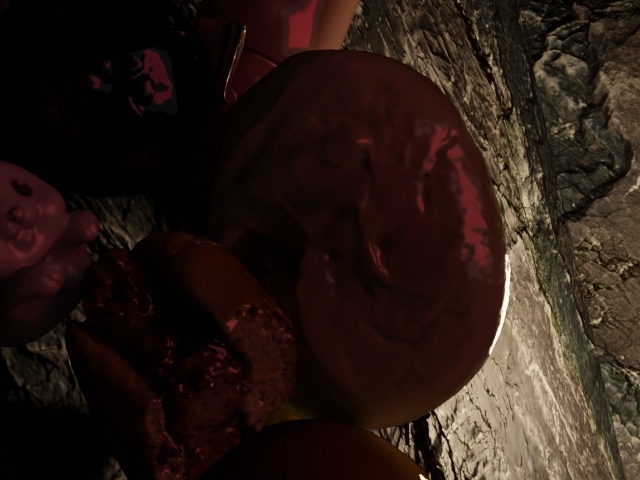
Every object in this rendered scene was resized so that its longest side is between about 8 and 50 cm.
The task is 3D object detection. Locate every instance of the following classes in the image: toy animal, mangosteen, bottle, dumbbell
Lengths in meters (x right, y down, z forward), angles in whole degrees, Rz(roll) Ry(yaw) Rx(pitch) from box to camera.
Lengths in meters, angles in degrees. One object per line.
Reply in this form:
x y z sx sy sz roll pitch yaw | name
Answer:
-0.254 -0.035 0.680 0.103 0.131 0.220 -49 122 -32 | toy animal
-0.192 -0.136 0.812 0.194 0.194 0.230 66 -7 -19 | mangosteen
-0.063 -0.251 1.062 0.206 0.173 0.296 76 32 -64 | bottle
0.124 0.225 1.353 0.069 0.069 0.147 39 45 -51 | dumbbell

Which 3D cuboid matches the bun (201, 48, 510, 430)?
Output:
0.000 0.000 0.867 0.213 0.361 0.361 -10 86 -36 | bun

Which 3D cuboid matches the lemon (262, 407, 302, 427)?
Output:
-0.032 0.215 1.038 0.110 0.082 0.082 68 27 -9 | lemon

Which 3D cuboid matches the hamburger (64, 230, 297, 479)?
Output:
-0.117 0.103 0.737 0.155 0.282 0.245 -34 112 -22 | hamburger

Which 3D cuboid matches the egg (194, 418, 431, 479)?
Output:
-0.010 0.325 0.796 0.282 0.283 0.351 -35 126 -62 | egg
